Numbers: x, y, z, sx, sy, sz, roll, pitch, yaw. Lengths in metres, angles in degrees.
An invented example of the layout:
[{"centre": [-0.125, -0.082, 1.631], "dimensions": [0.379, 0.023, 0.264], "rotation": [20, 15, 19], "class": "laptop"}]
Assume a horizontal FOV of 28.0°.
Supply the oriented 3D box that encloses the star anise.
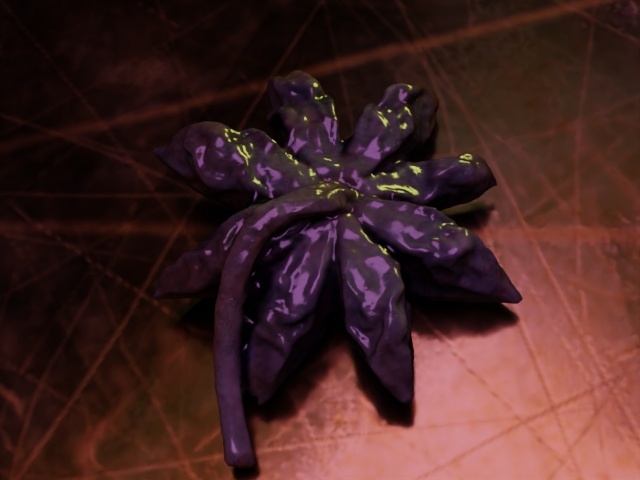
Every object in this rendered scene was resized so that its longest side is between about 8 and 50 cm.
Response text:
[{"centre": [0.001, 0.001, 0.722], "dimensions": [0.230, 0.081, 0.262], "rotation": [26, 67, 6], "class": "star anise"}]
